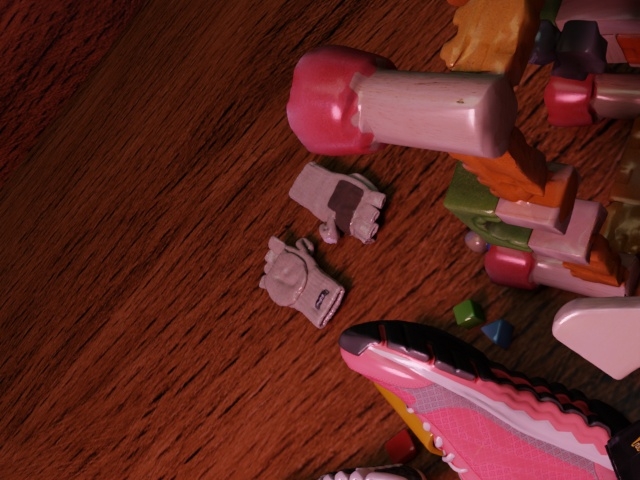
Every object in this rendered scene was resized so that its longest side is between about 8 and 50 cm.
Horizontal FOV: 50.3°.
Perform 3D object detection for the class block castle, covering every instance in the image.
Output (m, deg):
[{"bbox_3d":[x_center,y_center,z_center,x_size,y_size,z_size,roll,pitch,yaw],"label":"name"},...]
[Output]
[{"bbox_3d":[0.184,-0.140,0.653,0.213,0.453,0.302,16,81,41],"label":"block castle"}]

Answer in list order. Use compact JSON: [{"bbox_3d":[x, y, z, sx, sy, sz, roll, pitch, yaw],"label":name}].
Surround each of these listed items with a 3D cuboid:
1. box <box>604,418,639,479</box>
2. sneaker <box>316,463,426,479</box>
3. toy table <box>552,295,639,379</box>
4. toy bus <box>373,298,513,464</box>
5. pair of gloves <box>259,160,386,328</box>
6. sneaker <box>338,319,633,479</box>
[{"bbox_3d":[0.377,0.172,0.392,0.257,0.322,0.079,-43,6,20],"label":"box"},{"bbox_3d":[0.020,0.343,0.818,0.292,0.110,0.118,-36,55,41],"label":"sneaker"},{"bbox_3d":[0.332,0.086,0.533,0.274,0.252,0.160,42,123,17],"label":"toy table"},{"bbox_3d":[0.118,0.161,0.812,0.202,0.104,0.190,-18,56,38],"label":"toy bus"},{"bbox_3d":[0.000,0.000,1.074,0.204,0.042,0.240,24,88,46],"label":"pair of gloves"},{"bbox_3d":[0.150,0.184,0.660,0.314,0.116,0.136,24,99,6],"label":"sneaker"}]
